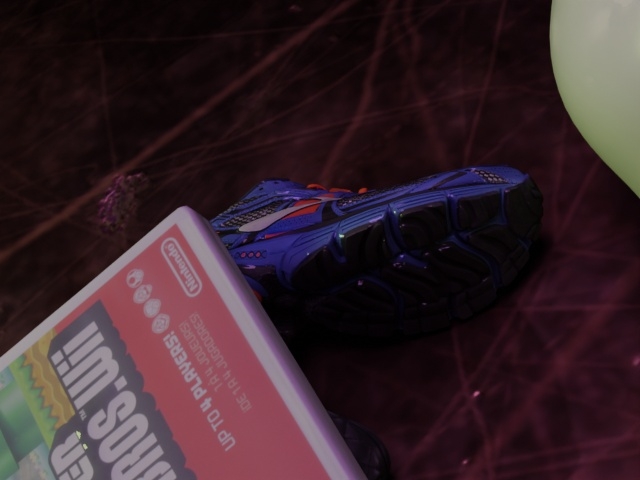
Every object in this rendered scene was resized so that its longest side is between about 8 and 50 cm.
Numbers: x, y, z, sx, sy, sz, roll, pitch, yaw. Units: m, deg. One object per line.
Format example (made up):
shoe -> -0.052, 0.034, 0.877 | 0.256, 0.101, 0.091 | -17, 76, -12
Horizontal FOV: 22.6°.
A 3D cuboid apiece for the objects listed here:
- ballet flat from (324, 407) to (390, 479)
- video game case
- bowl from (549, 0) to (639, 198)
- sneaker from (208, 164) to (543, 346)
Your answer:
ballet flat -> -0.048, 0.090, 0.745 | 0.173, 0.057, 0.049 | 12, 27, 30
video game case -> -0.121, 0.142, 0.714 | 0.285, 0.025, 0.204 | -40, 54, 8
bowl -> 0.182, -0.148, 0.663 | 0.298, 0.134, 0.298 | -56, 7, 11
sneaker -> 0.000, 0.000, 0.784 | 0.221, 0.083, 0.087 | -15, 46, 13
